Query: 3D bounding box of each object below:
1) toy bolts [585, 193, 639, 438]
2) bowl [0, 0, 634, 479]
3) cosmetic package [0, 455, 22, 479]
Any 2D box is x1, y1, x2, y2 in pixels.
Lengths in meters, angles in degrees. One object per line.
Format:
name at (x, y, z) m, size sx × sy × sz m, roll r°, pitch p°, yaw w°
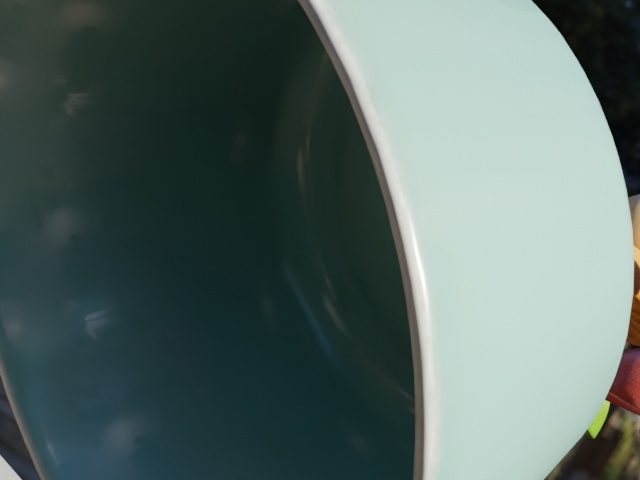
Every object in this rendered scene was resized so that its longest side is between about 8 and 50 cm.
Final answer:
toy bolts at (0.179, 0.018, 0.886) m, size 0.218 × 0.158 × 0.228 m, roll 46°, pitch -11°, yaw -34°
bowl at (0.000, 0.000, 0.591) m, size 0.163 × 0.311 × 0.311 m, roll -15°, pitch 25°, yaw -34°
cosmetic package at (-0.331, 0.244, 1.031) m, size 0.097 × 0.284 × 0.377 m, roll 36°, pitch -6°, yaw -28°
